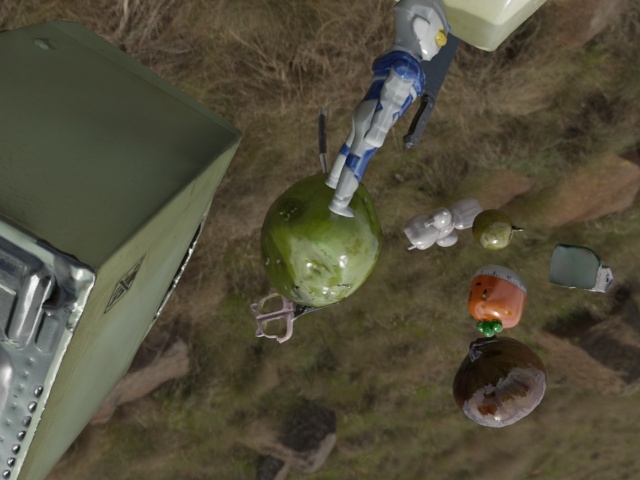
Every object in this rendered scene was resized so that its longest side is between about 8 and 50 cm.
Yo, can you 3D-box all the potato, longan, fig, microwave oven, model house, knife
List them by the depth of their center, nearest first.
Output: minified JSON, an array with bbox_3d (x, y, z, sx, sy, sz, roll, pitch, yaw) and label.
[{"bbox_3d":[-0.293,0.031,0.591,0.247,0.333,0.394,31,121,-2],"label":"microwave oven"},{"bbox_3d":[0.000,0.000,0.927,0.149,0.186,0.253,-30,-176,-30],"label":"potato"},{"bbox_3d":[0.293,-0.019,1.028,0.083,0.075,0.075,-2,154,26],"label":"longan"},{"bbox_3d":[0.182,-0.276,1.059,0.072,0.245,0.019,30,167,-34],"label":"knife"},{"bbox_3d":[0.536,0.057,1.260,0.100,0.101,0.087,7,94,-41],"label":"model house"},{"bbox_3d":[0.439,0.344,1.554,0.215,0.235,0.235,23,135,-5],"label":"fig"}]

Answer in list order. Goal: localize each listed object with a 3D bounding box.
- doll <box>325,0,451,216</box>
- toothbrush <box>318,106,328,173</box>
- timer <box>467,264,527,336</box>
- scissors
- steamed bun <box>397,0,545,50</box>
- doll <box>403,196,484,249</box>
[{"bbox_3d":[0.065,-0.135,0.586,0.057,0.114,0.227,21,110,-5],"label":"doll"},{"bbox_3d":[0.004,-0.179,1.227,0.026,0.288,0.024,-23,130,20],"label":"toothbrush"},{"bbox_3d":[0.317,0.117,1.136,0.136,0.136,0.099,14,176,-40],"label":"timer"},{"bbox_3d":[-0.072,0.195,1.729,0.318,0.160,0.024,-17,168,36],"label":"scissors"},{"bbox_3d":[0.196,-0.483,0.681,0.455,0.371,0.290,-56,179,10],"label":"steamed bun"},{"bbox_3d":[0.224,-0.027,1.170,0.160,0.059,0.161,-17,162,-30],"label":"doll"}]
